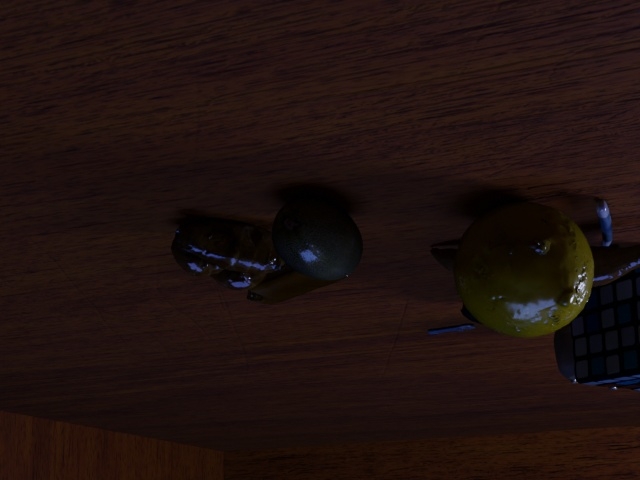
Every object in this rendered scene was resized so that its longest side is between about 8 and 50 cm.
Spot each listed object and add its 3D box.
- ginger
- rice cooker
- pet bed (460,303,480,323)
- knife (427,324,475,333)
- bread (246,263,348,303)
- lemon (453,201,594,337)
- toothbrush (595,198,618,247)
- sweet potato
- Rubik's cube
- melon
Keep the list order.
[{"bbox_3d":[-0.129,0.013,1.540,0.162,0.073,0.103,16,144,-29],"label":"ginger"},{"bbox_3d":[0.529,0.205,2.150,0.206,0.127,0.145,12,161,-14],"label":"rice cooker"},{"bbox_3d":[0.324,0.103,1.911,0.201,0.053,0.201,0,164,0],"label":"pet bed"},{"bbox_3d":[0.246,0.169,2.214,0.096,0.010,0.027,-11,161,32],"label":"knife"},{"bbox_3d":[-0.048,0.051,1.712,0.088,0.049,0.226,9,162,-31],"label":"bread"},{"bbox_3d":[0.251,0.036,1.463,0.173,0.173,0.206,1,-176,-6],"label":"lemon"},{"bbox_3d":[0.388,-0.010,1.577,0.025,0.019,0.276,-10,163,13],"label":"toothbrush"},{"bbox_3d":[0.301,0.029,1.606,0.314,0.066,0.072,2,172,26],"label":"sweet potato"},{"bbox_3d":[0.499,0.123,1.754,0.182,0.184,0.187,7,164,-29],"label":"Rubik's cube"},{"bbox_3d":[0.000,0.000,1.443,0.099,0.099,0.162,-8,163,24],"label":"melon"}]
